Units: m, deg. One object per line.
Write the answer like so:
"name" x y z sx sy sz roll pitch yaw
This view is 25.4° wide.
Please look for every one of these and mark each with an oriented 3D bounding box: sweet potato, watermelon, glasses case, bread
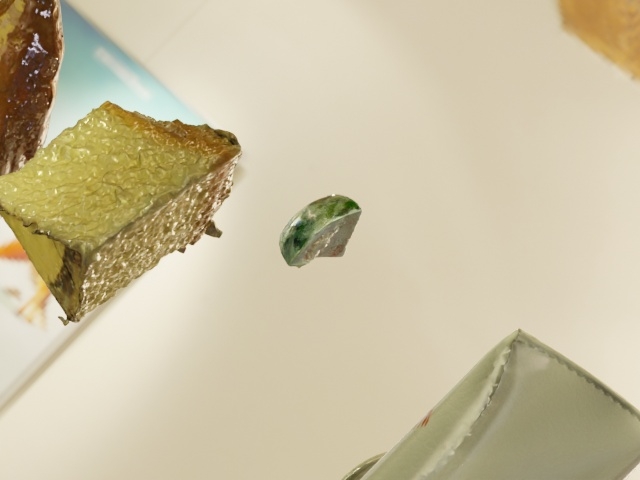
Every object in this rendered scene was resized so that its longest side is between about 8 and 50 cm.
"sweet potato" -0.264 -0.107 1.167 0.097 0.252 0.097 23 26 -12
"watermelon" 0.000 0.000 1.289 0.061 0.085 0.085 46 -8 -27
"glasses case" 0.044 0.176 0.799 0.128 0.308 0.083 46 0 -24
"bread" -0.132 -0.032 0.951 0.127 0.147 0.152 55 -26 -4
